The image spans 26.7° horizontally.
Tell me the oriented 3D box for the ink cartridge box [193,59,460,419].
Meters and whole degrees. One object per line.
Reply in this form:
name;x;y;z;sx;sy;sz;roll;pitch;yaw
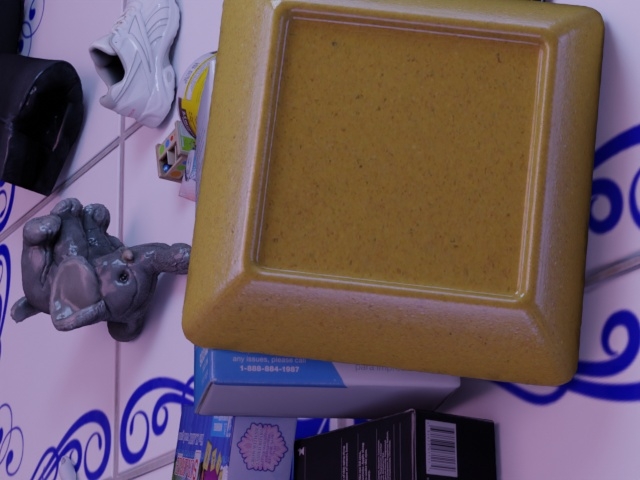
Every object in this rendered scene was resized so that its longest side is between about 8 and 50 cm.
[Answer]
ink cartridge box;0.000;0.000;1.239;0.129;0.223;0.308;115;155;-67

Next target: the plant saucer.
plant saucer;0.064;-0.064;1.107;0.081;0.332;0.333;85;-169;-80

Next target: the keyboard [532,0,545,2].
keyboard;0.114;-0.253;1.361;0.317;0.033;0.202;-15;70;53

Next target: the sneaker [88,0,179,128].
sneaker;-0.260;-0.273;1.845;0.090;0.115;0.232;-33;53;46

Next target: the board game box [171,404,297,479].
board game box;-0.108;0.326;1.367;0.318;0.065;0.318;152;126;-73

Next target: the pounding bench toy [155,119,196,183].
pounding bench toy;-0.177;-0.122;1.727;0.065;0.052;0.083;-42;47;42

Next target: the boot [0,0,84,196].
boot;-0.510;-0.294;2.192;0.445;0.146;0.367;28;112;60

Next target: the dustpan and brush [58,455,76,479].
dustpan and brush;-0.330;0.362;1.796;0.147;0.060;0.211;-51;47;18

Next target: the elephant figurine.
elephant figurine;-0.284;0.059;1.750;0.239;0.169;0.186;37;140;38

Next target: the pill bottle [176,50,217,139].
pill bottle;-0.070;-0.146;1.516;0.215;0.117;0.117;25;100;57

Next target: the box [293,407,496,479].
box;0.064;0.294;1.179;0.184;0.103;0.261;-22;62;49

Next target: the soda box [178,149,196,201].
soda box;-0.098;-0.061;1.583;0.183;0.058;0.063;19;95;56
